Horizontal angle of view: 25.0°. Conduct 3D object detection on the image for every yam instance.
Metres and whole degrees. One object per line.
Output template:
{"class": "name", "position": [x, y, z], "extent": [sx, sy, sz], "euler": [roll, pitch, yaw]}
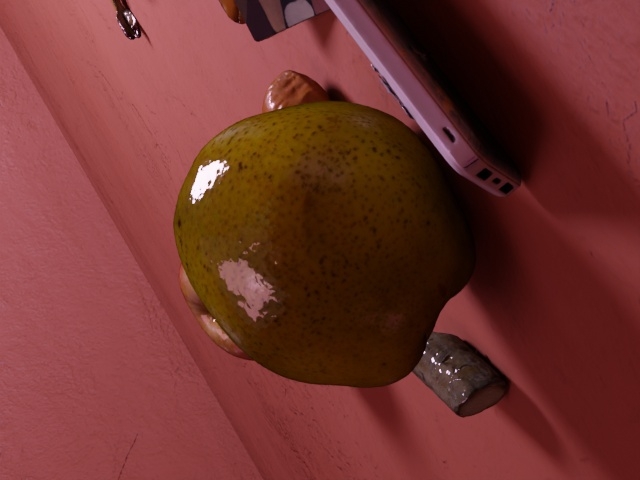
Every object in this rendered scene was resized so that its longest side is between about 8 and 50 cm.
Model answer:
{"class": "yam", "position": [0.144, 0.139, 1.584], "extent": [0.146, 0.070, 0.069], "euler": [45, 158, 48]}

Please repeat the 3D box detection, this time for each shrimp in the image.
{"class": "shrimp", "position": [-0.296, -0.358, 2.134], "extent": [0.195, 0.035, 0.147], "euler": [47, 159, 60]}

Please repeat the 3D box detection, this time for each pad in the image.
{"class": "pad", "position": [-0.079, -0.325, 1.480], "extent": [0.158, 0.003, 0.235], "euler": [-12, 107, 56]}

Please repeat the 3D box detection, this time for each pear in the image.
{"class": "pear", "position": [0.000, 0.000, 1.413], "extent": [0.294, 0.294, 0.294], "euler": [54, 163, 24]}

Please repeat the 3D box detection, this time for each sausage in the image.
{"class": "sausage", "position": [-0.020, -0.092, 1.642], "extent": [0.098, 0.098, 0.238], "euler": [50, 160, 34]}

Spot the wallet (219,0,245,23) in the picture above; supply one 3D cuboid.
{"class": "wallet", "position": [-0.125, -0.352, 1.609], "extent": [0.195, 0.042, 0.161], "euler": [57, 168, 7]}

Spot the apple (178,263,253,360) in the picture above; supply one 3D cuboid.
{"class": "apple", "position": [-0.094, 0.069, 2.036], "extent": [0.209, 0.164, 0.209], "euler": [40, 153, 25]}

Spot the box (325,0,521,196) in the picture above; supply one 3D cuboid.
{"class": "box", "position": [0.068, -0.157, 1.240], "extent": [0.285, 0.044, 0.142], "euler": [55, -168, 20]}
